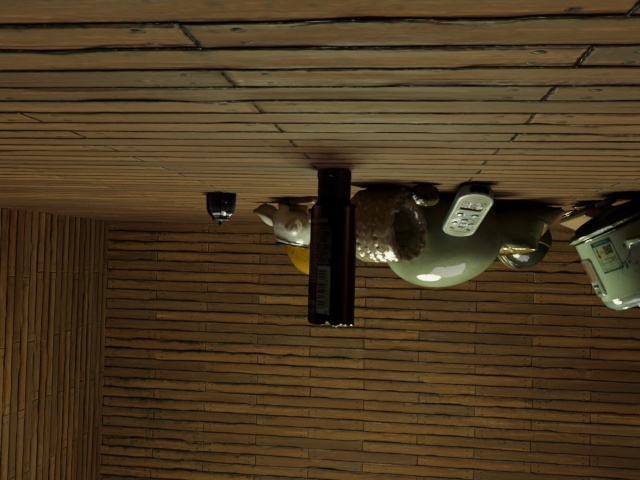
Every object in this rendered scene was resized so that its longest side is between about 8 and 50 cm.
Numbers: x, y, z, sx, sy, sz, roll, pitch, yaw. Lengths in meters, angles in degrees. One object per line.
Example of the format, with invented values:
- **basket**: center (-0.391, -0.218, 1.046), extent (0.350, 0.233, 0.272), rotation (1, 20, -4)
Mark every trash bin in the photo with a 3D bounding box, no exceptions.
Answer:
- **trash bin**: center (0.720, -0.002, 2.374), extent (0.214, 0.214, 0.334), rotation (2, -177, -16)

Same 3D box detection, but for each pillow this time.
- **pillow**: center (0.570, -0.036, 1.999), extent (0.310, 0.119, 0.312), rotation (4, -155, 35)

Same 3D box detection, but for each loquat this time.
- **loquat**: center (0.000, 0.000, 2.571), extent (0.276, 0.276, 0.284), rotation (2, 160, -25)

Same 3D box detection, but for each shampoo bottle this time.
- **shampoo bottle**: center (0.025, 0.015, 1.339), extent (0.084, 0.323, 0.129), rotation (3, 177, -31)

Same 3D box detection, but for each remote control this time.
- **remote control**: center (0.363, -0.074, 1.573), extent (0.087, 0.047, 0.244), rotation (10, 157, 2)

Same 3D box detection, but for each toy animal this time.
- **toy animal**: center (-0.103, -0.059, 2.147), extent (0.208, 0.154, 0.325), rotation (14, 180, -31)

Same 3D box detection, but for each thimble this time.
- **thimble**: center (0.173, -0.034, 1.646), extent (0.148, 0.196, 0.229), rotation (3, 153, 36)

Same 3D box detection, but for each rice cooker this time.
- **rice cooker**: center (0.818, 0.023, 1.676), extent (0.264, 0.317, 0.316), rotation (-25, 173, 10)

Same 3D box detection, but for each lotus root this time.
- **lotus root**: center (0.248, -0.110, 1.533), extent (0.099, 0.054, 0.049), rotation (1, 158, -41)

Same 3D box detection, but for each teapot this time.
- **teapot**: center (-0.308, -0.095, 1.958), extent (0.087, 0.096, 0.177), rotation (2, 178, -14)

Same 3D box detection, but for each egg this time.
- **egg**: center (0.347, 0.005, 1.829), extent (0.352, 0.258, 0.258), rotation (-9, 172, 37)

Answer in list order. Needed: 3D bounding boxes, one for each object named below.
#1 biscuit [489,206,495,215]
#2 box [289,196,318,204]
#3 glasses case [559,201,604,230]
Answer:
- **biscuit**: center (0.462, -0.083, 1.956), extent (0.118, 0.061, 0.183), rotation (-34, -156, -29)
- **box**: center (-0.047, -0.122, 1.991), extent (0.048, 0.025, 0.115), rotation (1, 179, -45)
- **glasses case**: center (0.788, -0.083, 1.910), extent (0.102, 0.070, 0.193), rotation (21, 174, 2)
